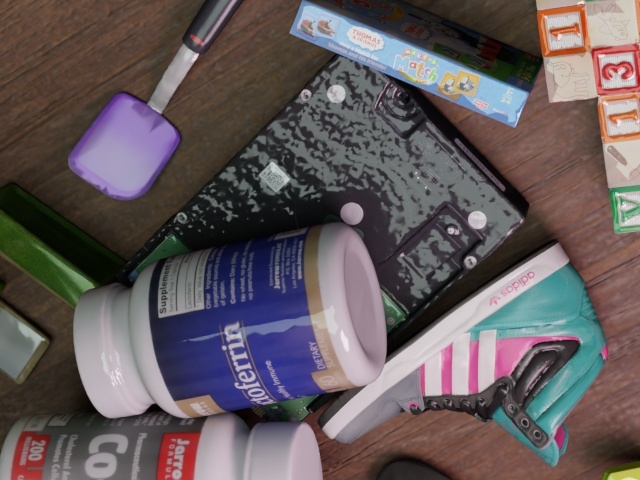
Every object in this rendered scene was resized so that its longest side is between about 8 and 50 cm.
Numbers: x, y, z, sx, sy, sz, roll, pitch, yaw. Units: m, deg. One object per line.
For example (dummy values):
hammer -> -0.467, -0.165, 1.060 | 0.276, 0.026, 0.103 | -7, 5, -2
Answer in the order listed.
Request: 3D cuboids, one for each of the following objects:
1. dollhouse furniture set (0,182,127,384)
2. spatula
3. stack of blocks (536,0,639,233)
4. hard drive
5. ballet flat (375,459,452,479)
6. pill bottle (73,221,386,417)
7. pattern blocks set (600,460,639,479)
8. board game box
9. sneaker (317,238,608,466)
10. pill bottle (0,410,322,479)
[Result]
dollhouse furniture set -> -0.332, 0.090, 1.788 | 0.151, 0.301, 0.197 | 37, 108, 2
spatula -> -0.133, -0.166, 1.813 | 0.084, 0.030, 0.296 | 36, 110, -1
stack of blocks -> 0.289, -0.162, 1.695 | 0.171, 0.087, 0.297 | -6, 105, 14
hard drive -> 0.000, 0.000, 1.818 | 0.237, 0.064, 0.339 | 44, 109, -3
ballet flat -> 0.156, 0.334, 1.869 | 0.280, 0.096, 0.095 | 46, 112, -4
pill bottle -> -0.084, 0.080, 1.747 | 0.265, 0.153, 0.153 | -12, 104, 16
pattern blocks set -> 0.319, 0.350, 1.825 | 0.325, 0.026, 0.285 | -17, 103, -2
board game box -> 0.090, -0.172, 1.695 | 0.211, 0.160, 0.039 | 22, 109, 4
sneaker -> 0.155, 0.151, 1.806 | 0.295, 0.124, 0.178 | -37, 87, 18
pill bottle -> -0.150, 0.242, 1.806 | 0.283, 0.161, 0.161 | -3, 106, 13
